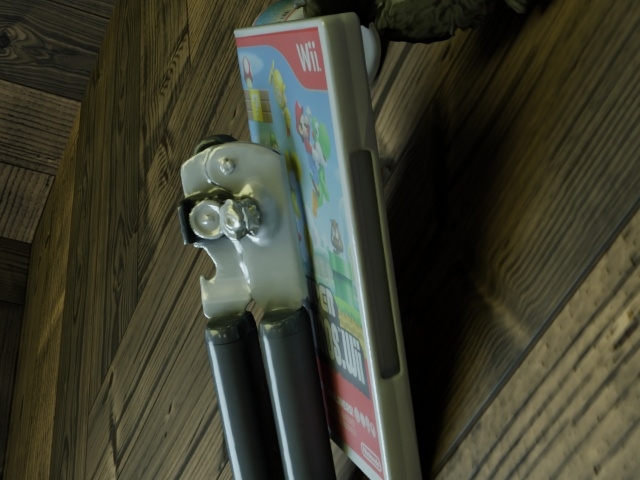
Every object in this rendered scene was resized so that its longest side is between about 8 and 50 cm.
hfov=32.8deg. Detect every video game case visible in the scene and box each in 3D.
[{"bbox_3d":[0.000,0.000,0.710,0.204,0.025,0.285,-154,54,-70],"label":"video game case"}]

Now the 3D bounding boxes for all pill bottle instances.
[{"bbox_3d":[-0.013,-0.166,0.937,0.160,0.087,0.087,-144,69,-69],"label":"pill bottle"}]

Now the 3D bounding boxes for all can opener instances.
[{"bbox_3d":[-0.034,0.065,0.732,0.093,0.074,0.280,-27,-71,-71],"label":"can opener"}]

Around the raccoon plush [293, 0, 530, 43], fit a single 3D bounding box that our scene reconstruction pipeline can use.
[{"bbox_3d":[0.117,-0.315,0.665,0.446,0.216,0.299,-19,42,37],"label":"raccoon plush"}]
